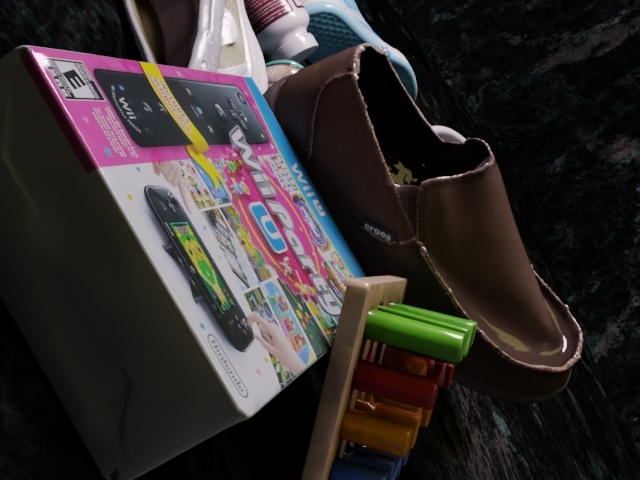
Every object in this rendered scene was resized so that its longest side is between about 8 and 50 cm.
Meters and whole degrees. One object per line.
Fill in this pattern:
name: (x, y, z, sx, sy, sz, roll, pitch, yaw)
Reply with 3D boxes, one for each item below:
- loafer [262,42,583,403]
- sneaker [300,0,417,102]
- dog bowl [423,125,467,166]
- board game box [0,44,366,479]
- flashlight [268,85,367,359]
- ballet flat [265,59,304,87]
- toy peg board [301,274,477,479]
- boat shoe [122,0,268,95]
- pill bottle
loafer: (0.100, -0.014, 0.733, 0.366, 0.130, 0.134, 46, 43, -5)
sneaker: (0.046, -0.350, 1.468, 0.319, 0.127, 0.208, 39, 27, -48)
dog bowl: (0.120, 0.017, 0.950, 0.265, 0.104, 0.265, 29, 53, -46)
board game box: (-0.084, -0.003, 0.585, 0.224, 0.097, 0.303, 60, 17, 2)
flashlight: (0.000, 0.000, 0.819, 0.103, 0.103, 0.304, 0, 64, -59)
ballet flat: (0.018, -0.087, 1.031, 0.316, 0.107, 0.106, 32, 51, -44)
toy peg board: (0.056, 0.113, 0.625, 0.161, 0.079, 0.160, 6, 97, -75)
boat shoe: (-0.138, -0.244, 0.816, 0.103, 0.118, 0.320, 35, 35, -61)
pill bottle: (-0.070, -0.300, 1.134, 0.152, 0.086, 0.086, 58, 17, 0)
